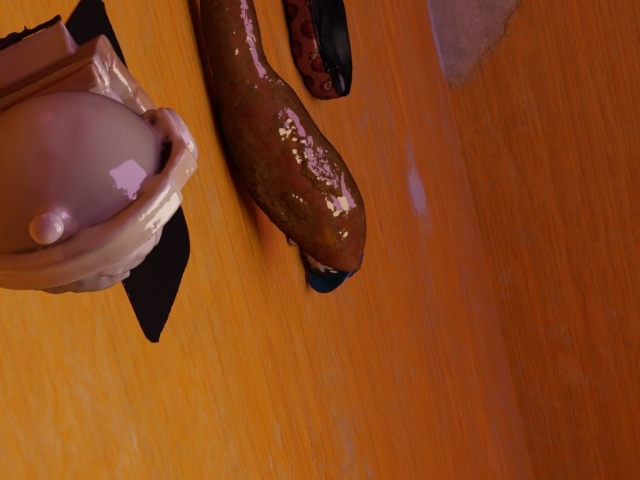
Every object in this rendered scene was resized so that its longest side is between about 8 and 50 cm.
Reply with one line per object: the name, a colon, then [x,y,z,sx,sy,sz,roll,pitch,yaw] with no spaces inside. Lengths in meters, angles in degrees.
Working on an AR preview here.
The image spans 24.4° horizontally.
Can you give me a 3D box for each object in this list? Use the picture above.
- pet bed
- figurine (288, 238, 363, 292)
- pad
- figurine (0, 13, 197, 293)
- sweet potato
pet bed: [0.000,-0.280,1.955,0.201,0.053,0.201,-11,90,-77]
figurine: [-0.002,-0.005,1.736,0.136,0.077,0.079,58,4,-28]
pad: [-0.163,-0.061,1.232,0.181,0.004,0.267,-79,155,-57]
figurine: [-0.156,-0.039,0.935,0.237,0.162,0.141,-113,179,-59]
sweet potato: [-0.057,-0.130,1.519,0.385,0.109,0.109,63,18,-15]
